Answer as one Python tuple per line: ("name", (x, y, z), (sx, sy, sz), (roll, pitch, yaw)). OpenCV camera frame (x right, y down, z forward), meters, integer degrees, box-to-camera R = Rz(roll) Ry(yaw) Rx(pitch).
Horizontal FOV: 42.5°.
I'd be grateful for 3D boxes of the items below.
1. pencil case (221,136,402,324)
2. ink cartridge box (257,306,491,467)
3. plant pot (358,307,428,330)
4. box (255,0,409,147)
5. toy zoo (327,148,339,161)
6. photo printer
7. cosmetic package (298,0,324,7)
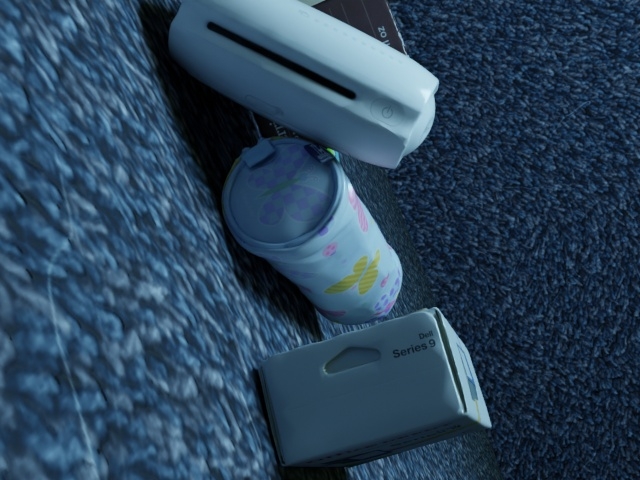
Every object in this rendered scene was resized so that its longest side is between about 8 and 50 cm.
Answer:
("pencil case", (0.000, 0.000, 0.826), (0.124, 0.113, 0.273), (42, -3, 28))
("ink cartridge box", (0.056, 0.138, 0.722), (0.212, 0.154, 0.093), (47, 26, -67))
("plant pot", (0.094, 0.159, 1.042), (0.096, 0.109, 0.109), (-12, 81, -68))
("box", (0.018, -0.213, 1.073), (0.167, 0.203, 0.168), (-50, 119, -78))
("toy zoo", (-0.017, -0.227, 1.407), (0.293, 0.030, 0.192), (-94, 161, -58))
("photo printer", (-0.004, -0.168, 0.827), (0.256, 0.107, 0.307), (27, 11, 4))
("cosmetic package", (0.024, -0.435, 1.246), (0.160, 0.310, 0.113), (57, 16, -47))
